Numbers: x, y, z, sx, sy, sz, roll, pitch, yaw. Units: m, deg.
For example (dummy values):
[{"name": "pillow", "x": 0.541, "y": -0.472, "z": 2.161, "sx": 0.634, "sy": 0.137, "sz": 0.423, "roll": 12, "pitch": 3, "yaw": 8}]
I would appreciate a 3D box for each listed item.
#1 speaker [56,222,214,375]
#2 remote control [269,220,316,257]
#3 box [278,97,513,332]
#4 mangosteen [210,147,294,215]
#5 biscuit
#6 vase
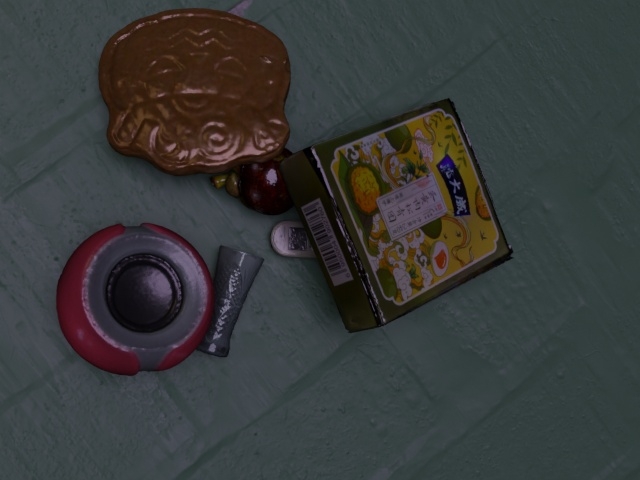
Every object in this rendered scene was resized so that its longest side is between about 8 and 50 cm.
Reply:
[{"name": "speaker", "x": -0.343, "y": 0.111, "z": 1.668, "sx": 0.294, "sy": 0.294, "sz": 0.294, "roll": 1, "pitch": 87, "yaw": -13}, {"name": "remote control", "x": 0.000, "y": 0.000, "z": 1.869, "sx": 0.221, "sy": 0.042, "sz": 0.078, "roll": 3, "pitch": 88, "yaw": -12}, {"name": "box", "x": 0.163, "y": -0.060, "z": 1.791, "sx": 0.420, "sy": 0.138, "sz": 0.373, "roll": -23, "pitch": 92, "yaw": -36}, {"name": "mangosteen", "x": -0.124, "y": -0.130, "z": 1.812, "sx": 0.146, "sy": 0.181, "sz": 0.156, "roll": -24, "pitch": 115, "yaw": -54}, {"name": "biscuit", "x": -0.251, "y": -0.306, "z": 1.749, "sx": 0.385, "sy": 0.062, "sz": 0.365, "roll": -2, "pitch": 71, "yaw": -2}, {"name": "vase", "x": -0.194, "y": 0.127, "z": 1.794, "sx": 0.096, "sy": 0.096, "sz": 0.219, "roll": 19, "pitch": 86, "yaw": -12}]
